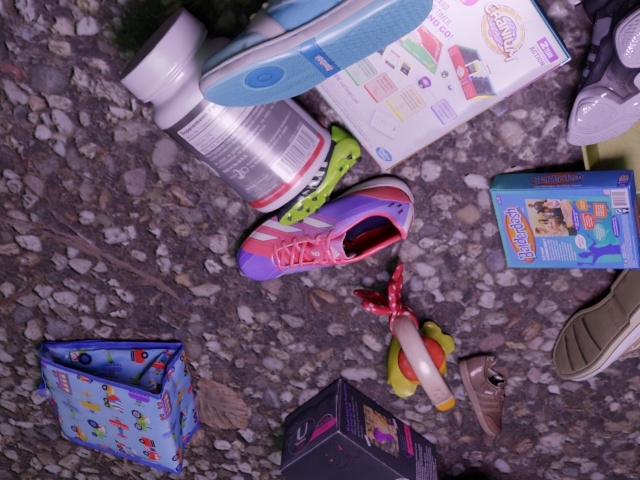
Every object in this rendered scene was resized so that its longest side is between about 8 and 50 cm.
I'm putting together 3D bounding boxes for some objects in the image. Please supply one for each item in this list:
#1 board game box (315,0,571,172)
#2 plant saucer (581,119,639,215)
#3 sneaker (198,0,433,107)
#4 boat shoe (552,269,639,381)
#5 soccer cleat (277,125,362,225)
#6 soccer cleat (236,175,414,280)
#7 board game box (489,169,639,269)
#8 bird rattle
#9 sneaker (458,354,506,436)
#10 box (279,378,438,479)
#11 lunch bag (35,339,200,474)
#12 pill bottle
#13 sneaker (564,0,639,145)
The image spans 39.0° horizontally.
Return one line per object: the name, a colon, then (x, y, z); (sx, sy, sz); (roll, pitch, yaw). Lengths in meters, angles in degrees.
board game box: (0.151, -0.271, 1.273); (0.317, 0.064, 0.242); (-30, 118, 22)
plant saucer: (0.494, -0.126, 1.367); (0.189, 0.045, 0.188); (-13, 123, 12)
sneaker: (-0.033, -0.316, 1.175); (0.319, 0.208, 0.127); (-24, 162, 7)
boat shoe: (0.508, 0.144, 1.514); (0.103, 0.113, 0.302); (9, 139, -22)
soccer cleat: (-0.010, -0.098, 1.398); (0.179, 0.072, 0.060); (-47, 150, 18)
soccer cleat: (0.000, 0.000, 1.442); (0.318, 0.116, 0.108); (-22, 121, 17)
board game box: (0.383, -0.030, 1.401); (0.210, 0.047, 0.160); (0, 128, 28)
bird rattle: (0.165, 0.171, 1.514); (0.143, 0.207, 0.253); (-23, 132, -3)
sneaker: (0.314, 0.287, 1.658); (0.071, 0.066, 0.188); (-19, 123, 15)
box: (0.077, 0.417, 1.718); (0.270, 0.143, 0.165); (38, 119, -21)
lunch bag: (-0.396, 0.300, 1.688); (0.293, 0.138, 0.220); (5, 129, 11)
pill bottle: (-0.136, -0.185, 1.294); (0.161, 0.161, 0.283); (-38, 115, 26)
sneaker: (0.397, -0.258, 1.231); (0.101, 0.153, 0.268); (-1, 147, -13)
